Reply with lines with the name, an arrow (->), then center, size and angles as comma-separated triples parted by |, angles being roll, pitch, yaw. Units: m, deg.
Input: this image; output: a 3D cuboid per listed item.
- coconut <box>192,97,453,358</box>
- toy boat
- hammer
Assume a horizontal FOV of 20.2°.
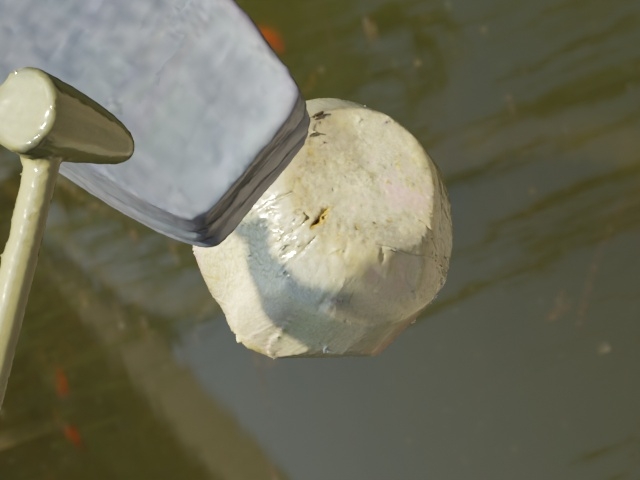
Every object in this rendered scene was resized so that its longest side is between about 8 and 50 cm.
coconut -> -0.002, 0.001, 1.607 | 0.227, 0.227, 0.230 | 65, 150, 17
toy boat -> -0.136, -0.115, 0.917 | 0.283, 0.127, 0.078 | 38, 176, -2
hammer -> -0.104, 0.043, 0.599 | 0.028, 0.060, 0.195 | 8, 79, 30
